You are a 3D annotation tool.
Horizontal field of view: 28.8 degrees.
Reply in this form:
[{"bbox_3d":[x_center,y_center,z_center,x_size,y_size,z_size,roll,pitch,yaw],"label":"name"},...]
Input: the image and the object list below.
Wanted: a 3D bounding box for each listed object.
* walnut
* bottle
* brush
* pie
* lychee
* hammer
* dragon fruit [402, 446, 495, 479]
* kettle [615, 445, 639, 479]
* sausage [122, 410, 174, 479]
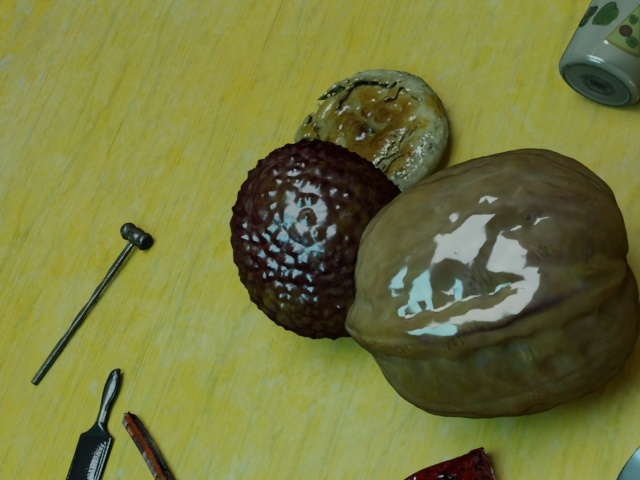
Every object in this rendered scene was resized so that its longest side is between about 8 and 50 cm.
[{"bbox_3d":[0.193,0.056,1.454,0.343,0.306,0.306,-13,55,6],"label":"walnut"},{"bbox_3d":[0.422,-0.310,1.663,0.120,0.120,0.253,20,74,38],"label":"bottle"},{"bbox_3d":[-0.325,0.277,1.813,0.062,0.016,0.194,0,63,30],"label":"brush"},{"bbox_3d":[0.066,-0.143,1.816,0.274,0.055,0.274,-19,49,24],"label":"pie"},{"bbox_3d":[0.000,0.000,1.638,0.260,0.260,0.261,-15,55,23],"label":"lychee"},{"bbox_3d":[-0.363,0.101,1.942,0.058,0.029,0.292,28,80,41],"label":"hammer"},{"bbox_3d":[0.139,0.286,1.502,0.131,0.097,0.063,-29,45,38],"label":"dragon fruit"},{"bbox_3d":[0.447,0.275,1.251,0.243,0.159,0.211,48,127,35],"label":"kettle"},{"bbox_3d":[-0.234,0.306,1.736,0.198,0.025,0.028,50,124,41],"label":"sausage"}]
